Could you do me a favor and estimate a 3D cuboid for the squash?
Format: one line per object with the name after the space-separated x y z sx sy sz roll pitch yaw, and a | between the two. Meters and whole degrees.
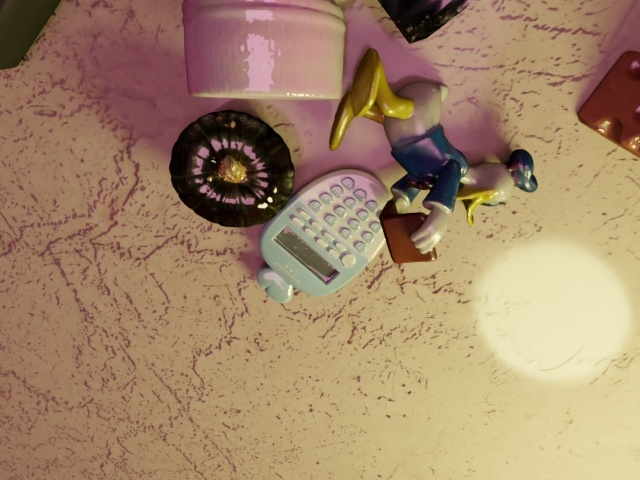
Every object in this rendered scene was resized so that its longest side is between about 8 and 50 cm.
-0.137 -0.109 0.703 0.193 0.156 0.193 -11 124 -17 | squash

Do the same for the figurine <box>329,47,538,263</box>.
0.187 -0.097 0.666 0.339 0.204 0.283 7 90 -14 | figurine

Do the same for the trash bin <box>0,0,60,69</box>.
-0.470 -0.380 0.626 0.165 0.115 0.225 41 115 -15 | trash bin

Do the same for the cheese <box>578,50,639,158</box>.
0.510 -0.160 0.612 0.203 0.177 0.128 28 114 -9 | cheese

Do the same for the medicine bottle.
-0.064 -0.364 0.510 0.220 0.219 0.387 3 105 3 | medicine bottle

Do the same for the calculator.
0.000 0.000 0.803 0.188 0.042 0.303 42 111 -16 | calculator

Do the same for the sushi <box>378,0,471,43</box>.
0.165 -0.407 0.526 0.227 0.215 0.212 -30 106 38 | sushi
